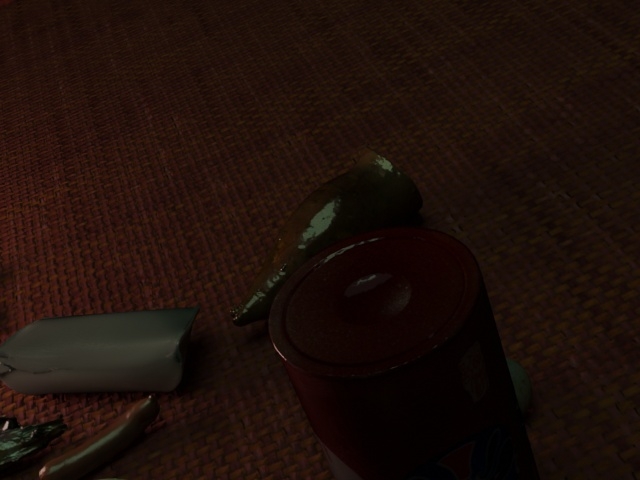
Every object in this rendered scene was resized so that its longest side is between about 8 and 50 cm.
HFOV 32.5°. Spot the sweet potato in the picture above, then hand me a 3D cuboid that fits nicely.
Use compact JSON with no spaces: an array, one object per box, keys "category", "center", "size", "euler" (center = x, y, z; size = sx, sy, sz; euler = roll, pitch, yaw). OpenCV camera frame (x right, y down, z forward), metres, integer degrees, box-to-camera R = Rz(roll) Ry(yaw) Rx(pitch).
[{"category":"sweet potato","center":[0.002,0.002,1.538],"size":[0.337,0.131,0.131],"euler":[-41,39,-26]}]

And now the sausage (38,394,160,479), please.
[{"category":"sausage","center":[-0.282,0.261,1.411],"size":[0.177,0.047,0.040],"euler":[-33,25,-13]}]

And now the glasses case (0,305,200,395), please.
[{"category":"glasses case","center":[-0.303,0.156,1.537],"size":[0.308,0.083,0.128],"euler":[-5,33,23]}]

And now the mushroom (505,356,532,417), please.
[{"category":"mushroom","center":[0.201,0.174,1.267],"size":[0.085,0.085,0.079],"euler":[-20,-8,3]}]

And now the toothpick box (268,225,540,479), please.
[{"category":"toothpick box","center":[0.096,0.175,1.081],"size":[0.204,0.333,0.204],"euler":[-15,35,11]}]

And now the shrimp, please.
[{"category":"shrimp","center":[-0.445,0.276,1.487],"size":[0.223,0.047,0.126],"euler":[-21,25,4]}]

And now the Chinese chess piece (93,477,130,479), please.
[{"category":"Chinese chess piece","center":[-0.247,0.379,1.189],"size":[0.250,0.101,0.250],"euler":[-15,37,11]}]
